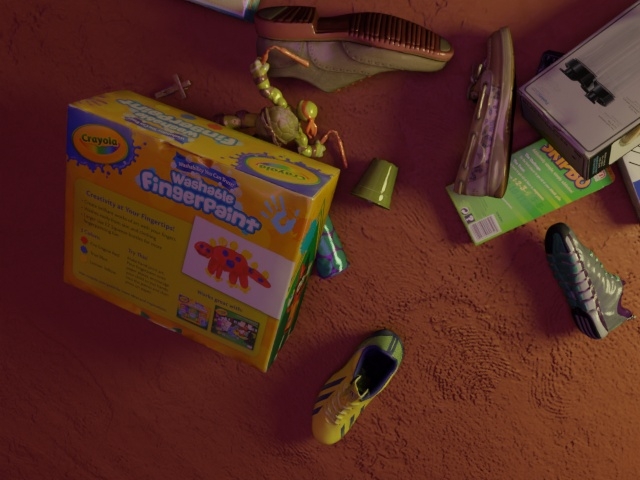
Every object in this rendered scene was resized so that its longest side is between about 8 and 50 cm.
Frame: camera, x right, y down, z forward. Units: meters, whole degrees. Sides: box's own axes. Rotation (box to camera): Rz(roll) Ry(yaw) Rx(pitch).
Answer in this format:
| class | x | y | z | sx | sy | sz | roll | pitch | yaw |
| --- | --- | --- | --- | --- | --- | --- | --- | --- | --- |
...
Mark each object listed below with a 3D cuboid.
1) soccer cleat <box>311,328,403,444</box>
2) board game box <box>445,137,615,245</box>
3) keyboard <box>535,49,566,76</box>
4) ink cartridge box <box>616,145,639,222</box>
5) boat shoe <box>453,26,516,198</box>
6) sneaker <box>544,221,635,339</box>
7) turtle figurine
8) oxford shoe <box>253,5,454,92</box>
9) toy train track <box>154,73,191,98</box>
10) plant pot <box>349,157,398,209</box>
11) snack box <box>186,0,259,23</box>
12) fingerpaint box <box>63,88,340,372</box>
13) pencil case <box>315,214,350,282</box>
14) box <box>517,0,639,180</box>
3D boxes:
| class | x | y | z | sx | sy | sz | roll | pitch | yaw |
| --- | --- | --- | --- | --- | --- | --- | --- | --- | --- |
| soccer cleat | 0.060 | 0.297 | 1.053 | 0.093 | 0.121 | 0.289 | 34 | 106 | 4 |
| board game box | 0.369 | -0.101 | 0.955 | 0.260 | 0.039 | 0.124 | -26 | 94 | 18 |
| keyboard | 0.455 | -0.251 | 0.915 | 0.180 | 0.023 | 0.108 | 17 | 104 | 9 |
| ink cartridge box | 0.555 | -0.130 | 0.892 | 0.097 | 0.046 | 0.207 | -24 | 103 | 16 |
| boat shoe | 0.280 | -0.215 | 0.908 | 0.089 | 0.105 | 0.285 | 5 | 90 | 24 |
| sneaker | 0.479 | 0.059 | 0.954 | 0.098 | 0.083 | 0.223 | -25 | 100 | -5 |
| turtle figurine | -0.081 | -0.202 | 0.983 | 0.217 | 0.087 | 0.269 | -14 | 131 | 30 |
| oxford shoe | 0.056 | -0.329 | 0.957 | 0.348 | 0.123 | 0.130 | 11 | 131 | 7 |
| toy train track | -0.293 | -0.302 | 1.070 | 0.083 | 0.014 | 0.048 | -15 | 105 | 20 |
| plant pot | 0.106 | -0.108 | 0.994 | 0.083 | 0.083 | 0.079 | 23 | 92 | 7 |
| snack box | -0.167 | -0.583 | 0.963 | 0.187 | 0.060 | 0.321 | 22 | 104 | 8 |
| fingerpaint box | -0.231 | -0.022 | 0.989 | 0.445 | 0.163 | 0.371 | 21 | 119 | 10 |
| pencil case | 0.000 | 0.000 | 1.038 | 0.070 | 0.064 | 0.151 | -24 | 95 | 2 |
| box | 0.477 | -0.249 | 0.826 | 0.290 | 0.087 | 0.169 | -37 | 62 | 8 |
